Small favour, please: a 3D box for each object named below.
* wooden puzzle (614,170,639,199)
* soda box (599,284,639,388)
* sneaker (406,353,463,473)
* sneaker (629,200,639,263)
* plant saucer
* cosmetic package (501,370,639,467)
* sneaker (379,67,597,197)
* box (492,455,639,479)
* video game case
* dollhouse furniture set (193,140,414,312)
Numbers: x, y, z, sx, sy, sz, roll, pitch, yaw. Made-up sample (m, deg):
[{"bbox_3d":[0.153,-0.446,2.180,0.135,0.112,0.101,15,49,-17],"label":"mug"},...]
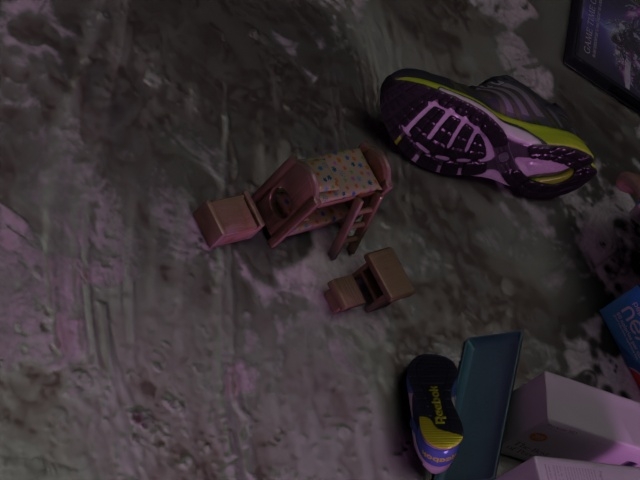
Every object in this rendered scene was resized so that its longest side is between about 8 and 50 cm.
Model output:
[{"bbox_3d":[0.526,0.060,1.568,0.322,0.080,0.348,11,30,-29],"label":"wooden puzzle"},{"bbox_3d":[0.413,0.153,1.588,0.067,0.071,0.210,-10,68,-40],"label":"soda box"},{"bbox_3d":[0.112,0.172,1.373,0.053,0.059,0.144,3,37,1],"label":"sneaker"},{"bbox_3d":[0.434,0.054,1.671,0.086,0.085,0.237,-1,60,-12],"label":"sneaker"},{"bbox_3d":[0.166,0.173,1.404,0.018,0.067,0.192,56,37,-35],"label":"plant saucer"},{"bbox_3d":[0.302,0.212,1.449,0.239,0.099,0.060,19,51,-25],"label":"cosmetic package"},{"bbox_3d":[0.188,-0.142,1.613,0.300,0.111,0.121,19,42,-33],"label":"sneaker"},{"bbox_3d":[0.242,0.281,1.335,0.170,0.130,0.091,11,55,-30],"label":"box"},{"bbox_3d":[0.464,-0.248,1.928,0.274,0.026,0.196,30,48,-16],"label":"video game case"},{"bbox_3d":[0.000,0.000,1.365,0.182,0.101,0.161,-15,71,-42],"label":"dollhouse furniture set"}]
